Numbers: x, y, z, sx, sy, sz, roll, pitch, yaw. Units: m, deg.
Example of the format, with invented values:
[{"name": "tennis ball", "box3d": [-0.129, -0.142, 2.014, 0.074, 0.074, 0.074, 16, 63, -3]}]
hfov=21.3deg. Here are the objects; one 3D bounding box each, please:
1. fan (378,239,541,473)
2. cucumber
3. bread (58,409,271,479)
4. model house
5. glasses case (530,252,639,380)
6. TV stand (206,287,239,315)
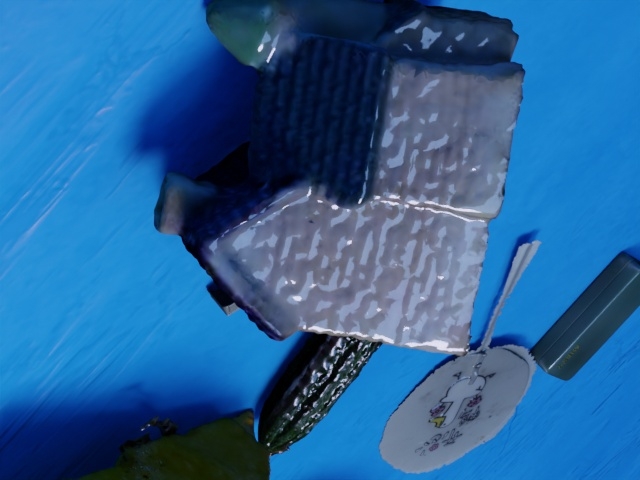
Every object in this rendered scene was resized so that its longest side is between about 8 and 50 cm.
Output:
[{"name": "fan", "box3d": [0.194, 0.156, 2.106, 0.233, 0.012, 0.415, -15, 140, -30]}, {"name": "cucumber", "box3d": [0.012, 0.127, 1.841, 0.077, 0.077, 0.265, 3, 129, -49]}, {"name": "bread", "box3d": [-0.209, 0.283, 1.726, 0.279, 0.315, 0.248, 24, 111, -21]}, {"name": "model house", "box3d": [0.002, -0.070, 1.476, 0.284, 0.243, 0.298, 5, 102, -19]}, {"name": "glasses case", "box3d": [0.355, 0.100, 2.204, 0.184, 0.039, 0.078, -49, 148, 11]}, {"name": "TV stand", "box3d": [0.000, 0.000, 1.704, 0.249, 0.036, 0.042, -32, 149, -16]}]
